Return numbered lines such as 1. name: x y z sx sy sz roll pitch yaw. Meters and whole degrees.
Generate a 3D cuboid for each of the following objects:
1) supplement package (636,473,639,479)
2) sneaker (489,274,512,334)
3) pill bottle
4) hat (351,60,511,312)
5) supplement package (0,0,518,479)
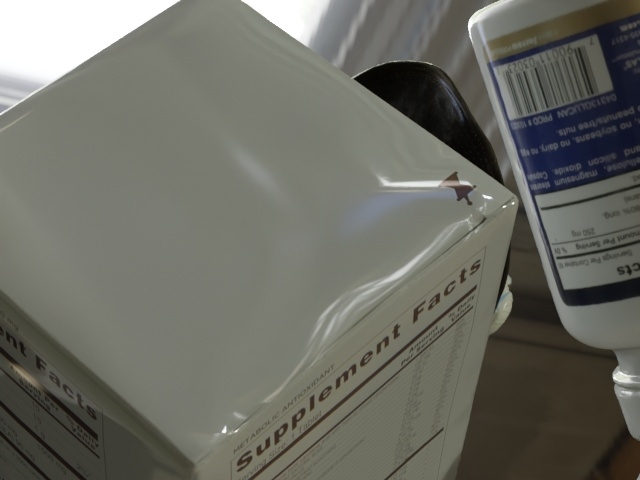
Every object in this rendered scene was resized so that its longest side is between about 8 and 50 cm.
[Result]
1. supplement package: 0.305 0.250 0.945 0.198 0.199 0.263 102 -8 -49
2. sneaker: 0.172 0.055 1.830 0.085 0.086 0.237 -48 -178 3
3. pill bottle: 0.122 -0.017 0.578 0.094 0.094 0.169 -8 -79 64
4. hat: 0.000 0.000 1.319 0.331 0.134 0.331 -6 -98 51
5. supplement package: -0.039 0.061 0.541 0.134 0.139 0.244 38 -33 24
